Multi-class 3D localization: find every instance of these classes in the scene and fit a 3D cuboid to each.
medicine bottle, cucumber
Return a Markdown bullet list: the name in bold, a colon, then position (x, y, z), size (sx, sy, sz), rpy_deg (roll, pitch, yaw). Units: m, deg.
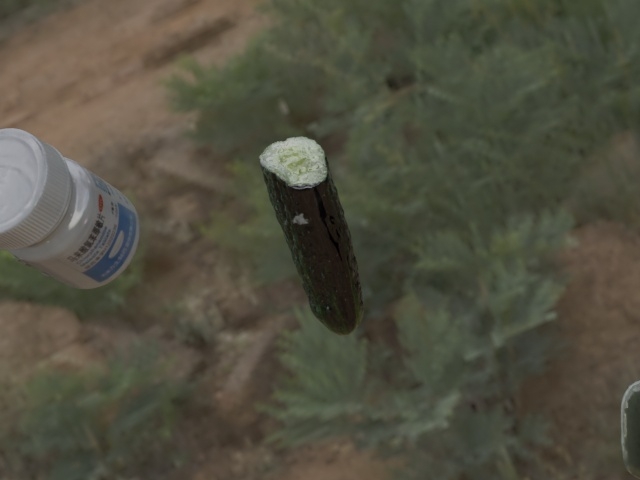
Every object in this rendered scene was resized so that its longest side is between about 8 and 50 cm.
- **medicine bottle**: position (-0.244, -0.026, 1.517), size (0.105, 0.105, 0.168), rpy_deg (-19, -25, 19)
- **cucumber**: position (-0.001, 0.001, 1.853), size (0.074, 0.241, 0.074), rpy_deg (-14, 31, 8)

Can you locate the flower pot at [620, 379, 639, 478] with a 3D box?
- **flower pot**: position (0.472, 0.190, 1.623), size (0.367, 0.165, 0.254), rpy_deg (-2, 1, 38)
